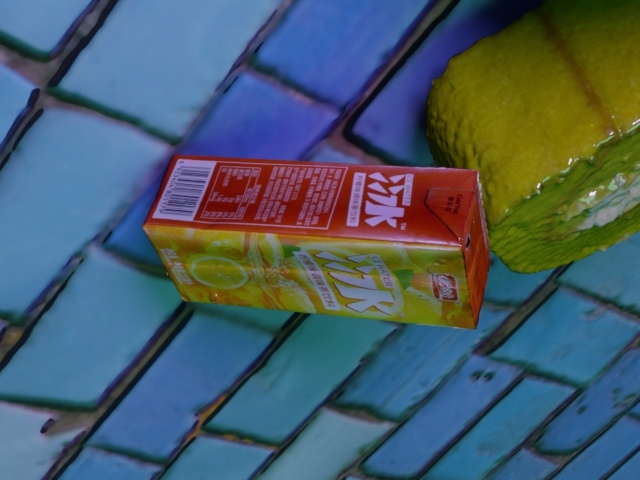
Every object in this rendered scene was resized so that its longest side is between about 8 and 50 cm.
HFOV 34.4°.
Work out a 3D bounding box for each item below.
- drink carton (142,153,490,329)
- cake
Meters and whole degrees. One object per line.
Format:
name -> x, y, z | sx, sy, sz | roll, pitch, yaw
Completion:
drink carton -> 0.000, 0.000, 0.711 | 0.223, 0.071, 0.096 | 4, 143, 20
cake -> 0.214, -0.096, 0.763 | 0.260, 0.156, 0.179 | -30, 155, 9
